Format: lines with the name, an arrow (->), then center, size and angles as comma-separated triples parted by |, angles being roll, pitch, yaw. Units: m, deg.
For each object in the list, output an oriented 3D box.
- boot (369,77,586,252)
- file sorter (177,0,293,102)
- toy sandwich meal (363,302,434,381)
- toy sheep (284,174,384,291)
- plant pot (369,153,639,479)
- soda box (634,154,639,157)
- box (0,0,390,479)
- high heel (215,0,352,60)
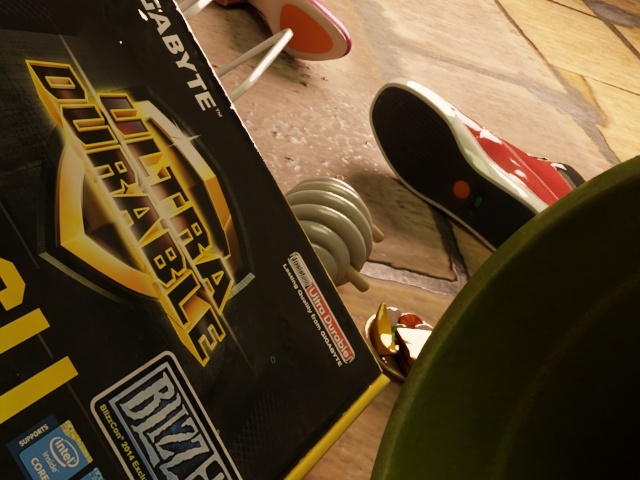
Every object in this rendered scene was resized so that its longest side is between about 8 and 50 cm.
boot -> 0.176, -0.087, 0.873 | 0.244, 0.088, 0.176 | 45, 37, 16
file sorter -> -0.170, -0.204, 0.610 | 0.278, 0.173, 0.193 | 56, 27, -20
toy sandwich meal -> 0.071, 0.076, 0.613 | 0.085, 0.029, 0.085 | 17, 33, -12
toy sheep -> 0.000, 0.000, 0.629 | 0.091, 0.091, 0.132 | 22, 37, -4
plant pot -> 0.267, 0.172, 0.348 | 0.353, 0.366, 0.366 | 15, 32, -36
soda box -> 0.454, -0.040, 1.014 | 0.060, 0.053, 0.169 | -11, 47, -43
box -> -0.122, 0.002, 0.409 | 0.257, 0.079, 0.322 | -33, 95, -52
high heel -> -0.031, -0.299, 1.044 | 0.244, 0.082, 0.117 | 29, 40, 31
